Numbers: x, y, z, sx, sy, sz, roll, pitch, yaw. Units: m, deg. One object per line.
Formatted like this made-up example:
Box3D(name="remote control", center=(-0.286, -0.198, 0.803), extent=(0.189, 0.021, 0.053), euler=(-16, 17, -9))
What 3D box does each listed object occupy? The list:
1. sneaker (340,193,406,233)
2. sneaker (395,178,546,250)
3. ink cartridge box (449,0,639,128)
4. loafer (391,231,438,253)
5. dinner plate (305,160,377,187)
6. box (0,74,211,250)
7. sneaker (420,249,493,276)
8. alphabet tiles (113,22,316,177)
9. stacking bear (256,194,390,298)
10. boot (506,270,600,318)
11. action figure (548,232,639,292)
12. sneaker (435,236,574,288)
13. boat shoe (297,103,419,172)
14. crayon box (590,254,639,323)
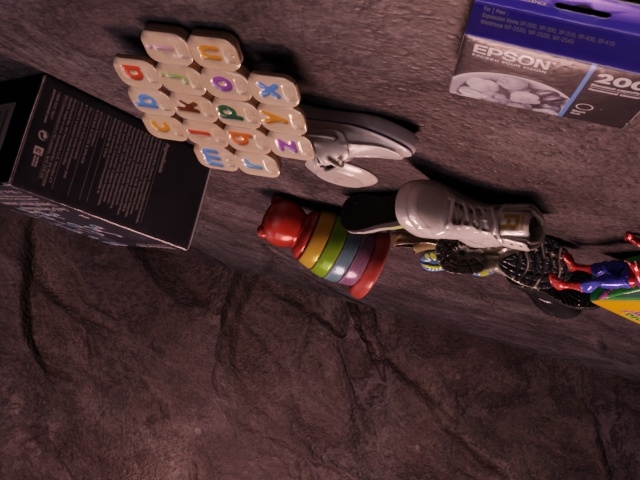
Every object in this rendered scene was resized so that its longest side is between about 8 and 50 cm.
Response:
Box3D(name="sneaker", center=(0.139, -0.043, 1.621), extent=(0.097, 0.084, 0.234), euler=(21, 168, -40))
Box3D(name="sneaker", center=(0.275, -0.045, 1.400), extent=(0.292, 0.108, 0.169), euler=(11, 173, -44))
Box3D(name="ink cartridge box", center=(0.246, -0.186, 0.828), extent=(0.206, 0.045, 0.208), euler=(14, 168, 6))
Box3D(name="loafer", center=(0.231, 0.007, 1.853), extent=(0.148, 0.050, 0.056), euler=(13, 170, 11))
Box3D(name="dinner plate", center=(0.038, -0.123, 1.526), extent=(0.141, 0.017, 0.141), euler=(15, 171, 2))
Box3D(name="box", center=(-0.469, -0.138, 1.596), extent=(0.293, 0.212, 0.395), euler=(3, 165, 45))
Box3D(name="sneaker", center=(0.329, 0.040, 1.893), extent=(0.188, 0.067, 0.078), euler=(3, -159, 12))
Box3D(name="alphabet tiles", center=(-0.147, -0.191, 1.149), extent=(0.278, 0.021, 0.284), euler=(10, 149, 19))
Box3D(name="stacking bear", center=(0.000, 0.000, 1.860), extent=(0.289, 0.175, 0.164), euler=(25, 180, -7))
Box3D(name="boot", center=(0.574, 0.124, 1.876), extent=(0.246, 0.094, 0.207), euler=(14, 169, 42))
Box3D(name="action figure", center=(0.535, 0.042, 1.466), extent=(0.280, 0.091, 0.139), euler=(6, 143, 53))
Box3D(name="sneaker", center=(0.379, 0.021, 1.668), extent=(0.283, 0.110, 0.122), euler=(11, -168, 4))
Box3D(name="boat shoe", center=(0.011, -0.148, 1.222), extent=(0.267, 0.088, 0.096), euler=(13, 169, 6))
Box3D(name="crayon box", center=(0.699, 0.117, 1.602), extent=(0.278, 0.081, 0.165), euler=(23, 157, -21))
